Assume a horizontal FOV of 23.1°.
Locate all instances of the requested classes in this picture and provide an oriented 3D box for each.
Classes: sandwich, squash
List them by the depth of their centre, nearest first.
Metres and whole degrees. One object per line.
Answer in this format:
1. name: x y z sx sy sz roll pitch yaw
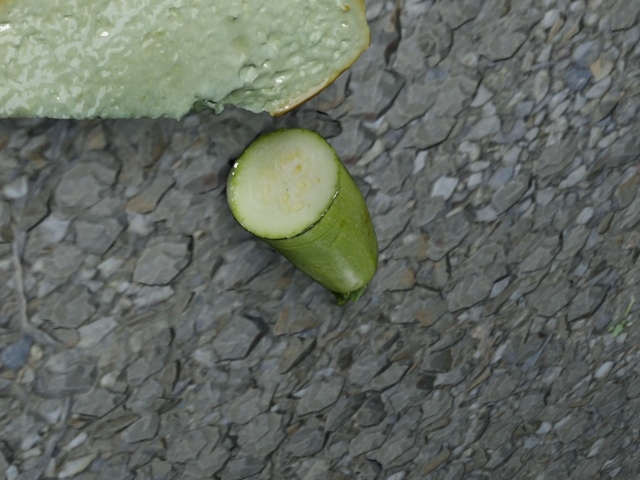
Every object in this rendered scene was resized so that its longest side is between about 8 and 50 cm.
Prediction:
1. sandwich: -0.118 -0.139 0.986 0.288 0.100 0.254 -37 144 -3
2. squash: 0.000 0.000 1.264 0.094 0.094 0.224 -37 150 -2
